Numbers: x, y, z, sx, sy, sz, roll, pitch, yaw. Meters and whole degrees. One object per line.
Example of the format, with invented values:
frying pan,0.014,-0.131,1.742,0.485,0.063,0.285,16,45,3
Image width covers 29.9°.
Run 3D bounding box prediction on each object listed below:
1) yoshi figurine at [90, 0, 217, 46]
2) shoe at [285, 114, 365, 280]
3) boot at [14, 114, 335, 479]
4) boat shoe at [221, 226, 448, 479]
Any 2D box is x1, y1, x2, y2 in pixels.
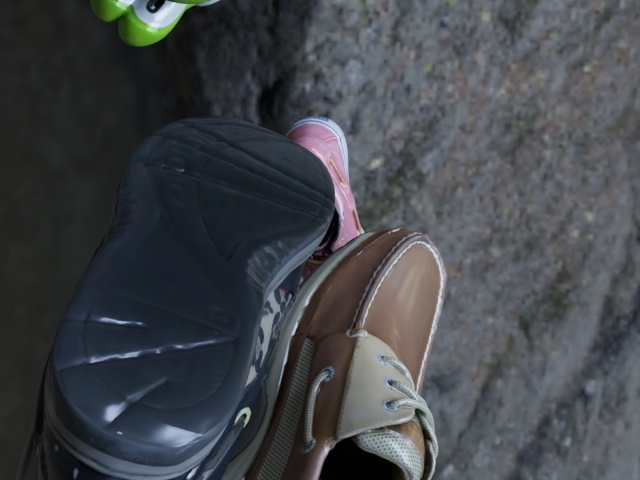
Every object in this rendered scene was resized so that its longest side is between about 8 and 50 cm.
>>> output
yoshi figurine,-0.073,-0.337,1.145,0.362,0.203,0.203,-54,159,-16
shoe,0.000,0.000,0.915,0.081,0.063,0.178,-70,153,-59
boot,-0.071,0.062,0.502,0.236,0.085,0.178,-70,-176,-59
boat shoe,0.019,0.132,0.761,0.122,0.120,0.324,51,53,-35
